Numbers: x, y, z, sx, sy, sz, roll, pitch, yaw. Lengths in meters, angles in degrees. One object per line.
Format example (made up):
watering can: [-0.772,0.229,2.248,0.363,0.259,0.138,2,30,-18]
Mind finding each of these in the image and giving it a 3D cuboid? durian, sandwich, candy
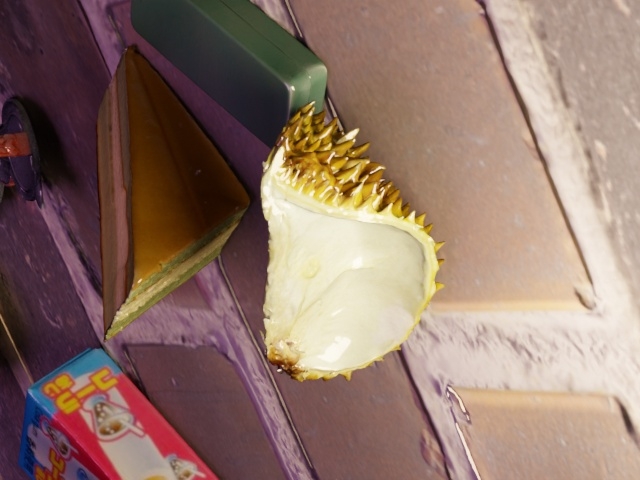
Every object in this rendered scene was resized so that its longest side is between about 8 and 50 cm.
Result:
durian: [0.000,0.000,1.321,0.144,0.139,0.252,47,147,26]
sandwich: [-0.167,-0.041,1.514,0.187,0.144,0.117,51,145,11]
candy: [-0.173,0.269,1.829,0.306,0.100,0.157,44,145,20]

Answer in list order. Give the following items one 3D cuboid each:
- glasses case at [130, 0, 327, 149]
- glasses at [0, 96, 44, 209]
glasses case: [-0.072,-0.148,1.387,0.184,0.039,0.077,42,144,26]
glasses: [-0.412,-0.058,1.735,0.234,0.268,0.118,-9,90,59]
